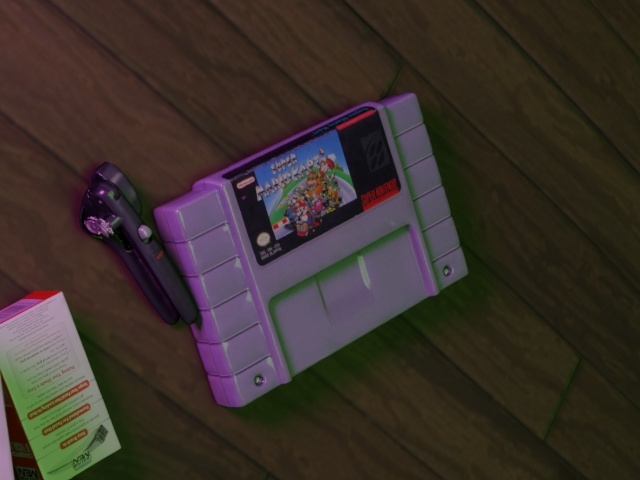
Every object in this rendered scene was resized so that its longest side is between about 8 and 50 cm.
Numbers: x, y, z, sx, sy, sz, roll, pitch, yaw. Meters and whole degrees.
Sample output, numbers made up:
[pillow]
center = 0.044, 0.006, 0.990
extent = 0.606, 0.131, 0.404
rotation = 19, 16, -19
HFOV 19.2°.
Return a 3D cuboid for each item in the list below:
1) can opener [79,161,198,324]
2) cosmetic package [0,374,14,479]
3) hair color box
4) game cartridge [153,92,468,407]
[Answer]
[can opener]
center = -0.173, 0.011, 1.850
extent = 0.073, 0.059, 0.186
rotation = -46, 117, -31
[cosmetic package]
center = -0.356, 0.222, 1.517
extent = 0.156, 0.217, 0.385
rotation = 4, 63, -40
[hair color box]
center = -0.263, 0.141, 1.778
extent = 0.093, 0.053, 0.167
rotation = -30, 107, -38
[game cartridge]
center = 0.000, 0.000, 2.000
extent = 0.355, 0.068, 0.230
rotation = -28, 112, -37
